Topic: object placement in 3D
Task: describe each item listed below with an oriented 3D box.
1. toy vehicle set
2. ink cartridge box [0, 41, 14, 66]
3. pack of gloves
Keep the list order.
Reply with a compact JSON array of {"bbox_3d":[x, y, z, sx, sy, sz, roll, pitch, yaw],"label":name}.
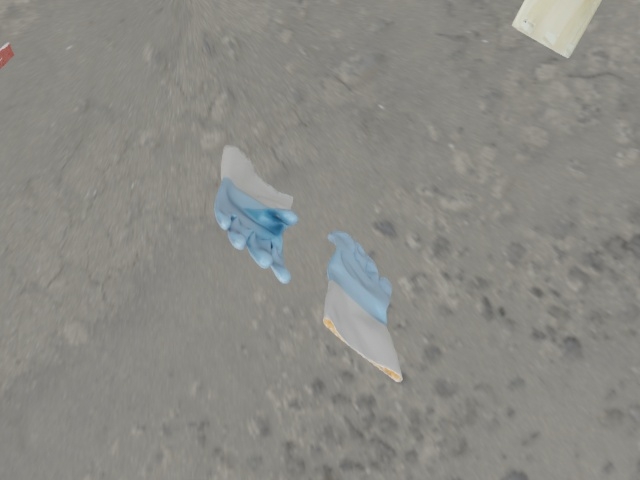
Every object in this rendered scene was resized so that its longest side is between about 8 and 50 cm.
[{"bbox_3d":[0.185,-0.217,0.828,0.035,0.267,0.166,29,118,5],"label":"toy vehicle set"},{"bbox_3d":[-0.245,-0.045,0.931,0.045,0.145,0.179,44,86,-11],"label":"ink cartridge box"},{"bbox_3d":[0.000,0.000,1.223,0.195,0.232,0.046,37,106,-13],"label":"pack of gloves"}]
